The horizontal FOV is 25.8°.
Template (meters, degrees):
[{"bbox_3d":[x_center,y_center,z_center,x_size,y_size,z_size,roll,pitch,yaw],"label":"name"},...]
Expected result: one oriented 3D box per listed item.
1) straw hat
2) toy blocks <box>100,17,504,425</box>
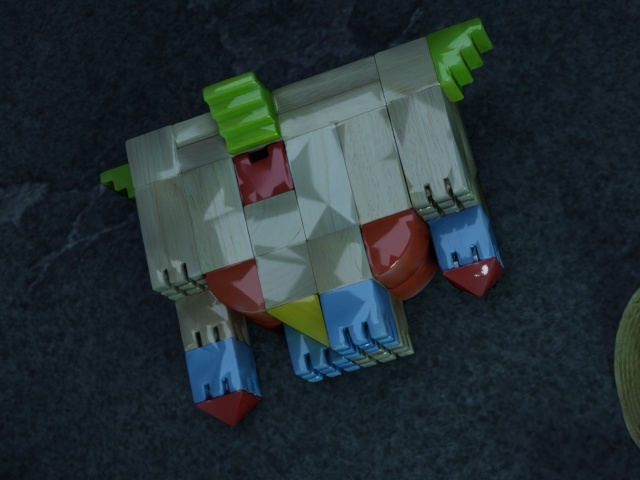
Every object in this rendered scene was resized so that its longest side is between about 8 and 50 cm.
[{"bbox_3d":[0.290,0.102,1.091,0.061,0.144,0.144,3,58,-19],"label":"straw hat"},{"bbox_3d":[0.000,0.000,1.217,0.381,0.191,0.261,-18,70,13],"label":"toy blocks"}]
